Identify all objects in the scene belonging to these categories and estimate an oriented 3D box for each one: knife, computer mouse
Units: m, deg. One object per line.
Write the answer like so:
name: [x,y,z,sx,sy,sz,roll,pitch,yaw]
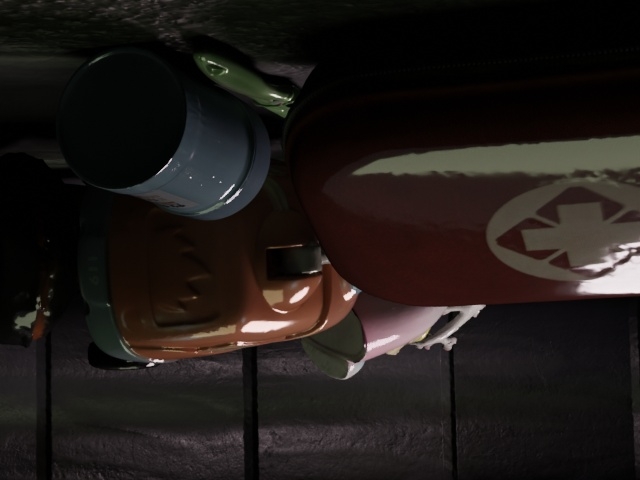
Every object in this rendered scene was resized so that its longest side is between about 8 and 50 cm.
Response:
knife: [-0.038,-0.112,1.045,0.043,0.020,0.293,1,176,14]
computer mouse: [-0.312,0.009,1.316,0.116,0.183,0.323,-2,-178,-37]

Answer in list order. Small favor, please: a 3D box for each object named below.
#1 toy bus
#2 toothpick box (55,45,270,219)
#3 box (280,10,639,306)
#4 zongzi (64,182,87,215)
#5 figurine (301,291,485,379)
toy bus: [-0.077,0.009,1.244,0.232,0.194,0.287,-3,-178,32]
toothpick box: [-0.109,-0.073,0.990,0.101,0.101,0.153,-3,171,20]
box: [0.177,-0.048,0.943,0.403,0.108,0.263,-4,149,16]
zongzi: [-0.361,-0.011,1.480,0.250,0.125,0.274,-6,176,-33]
figurine: [0.103,0.072,1.952,0.315,0.206,0.284,-17,172,-30]
